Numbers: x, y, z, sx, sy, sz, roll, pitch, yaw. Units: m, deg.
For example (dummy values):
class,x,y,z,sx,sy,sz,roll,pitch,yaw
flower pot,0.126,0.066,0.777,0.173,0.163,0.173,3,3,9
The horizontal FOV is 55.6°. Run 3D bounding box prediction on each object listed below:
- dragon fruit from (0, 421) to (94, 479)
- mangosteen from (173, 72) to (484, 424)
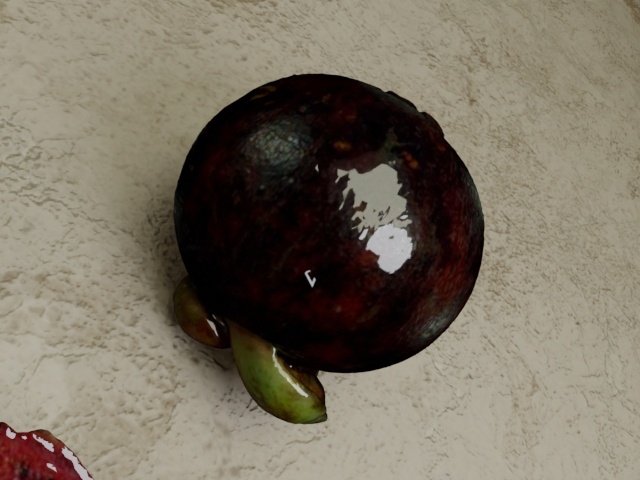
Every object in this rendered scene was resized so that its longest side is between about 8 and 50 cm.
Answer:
class,x,y,z,sx,sy,sz,roll,pitch,yaw
dragon fruit,-0.191,0.289,0.325,0.205,0.152,0.316,42,41,-30
mangosteen,0.000,0.000,0.539,0.288,0.288,0.287,17,59,-31
